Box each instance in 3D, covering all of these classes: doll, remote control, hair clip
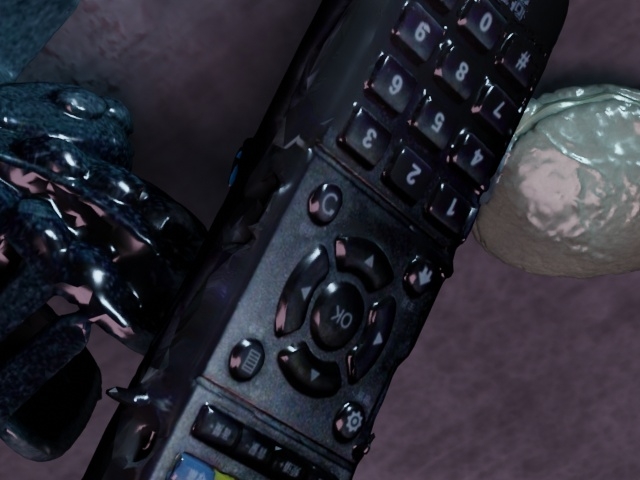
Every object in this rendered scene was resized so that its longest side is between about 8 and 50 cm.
[{"bbox_3d":[0.142,-0.031,0.817,0.214,0.071,0.104,0,121,-4],"label":"doll"},{"bbox_3d":[0.000,0.000,0.716,0.144,0.062,0.399,37,76,-43],"label":"remote control"},{"bbox_3d":[-0.199,-0.038,0.737,0.194,0.206,0.310,-38,126,24],"label":"hair clip"}]
